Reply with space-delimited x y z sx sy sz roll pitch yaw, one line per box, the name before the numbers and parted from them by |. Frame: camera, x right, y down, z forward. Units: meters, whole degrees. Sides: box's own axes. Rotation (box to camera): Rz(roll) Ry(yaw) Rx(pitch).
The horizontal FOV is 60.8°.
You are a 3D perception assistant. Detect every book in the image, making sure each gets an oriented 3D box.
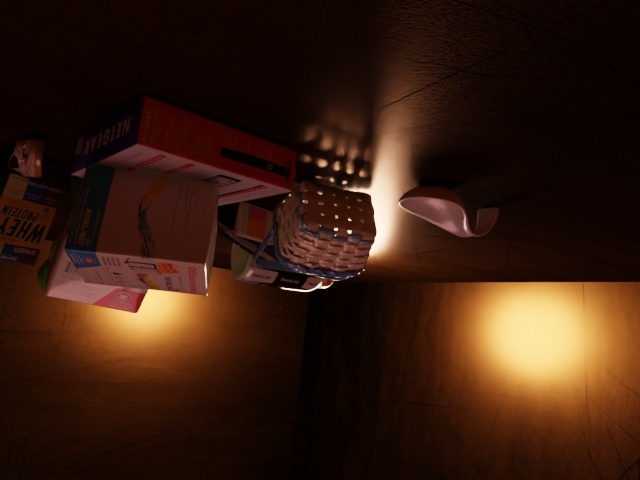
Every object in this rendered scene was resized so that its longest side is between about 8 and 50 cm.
book | -0.182 -0.048 1.570 0.035 0.096 0.144 -1 168 35

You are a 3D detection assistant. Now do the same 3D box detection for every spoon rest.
spoon rest | 0.290 -0.060 1.201 0.276 0.084 0.137 12 169 -36

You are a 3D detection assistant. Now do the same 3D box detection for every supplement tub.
supplement tub | -0.120 0.062 1.871 0.338 0.207 0.207 11 170 -28

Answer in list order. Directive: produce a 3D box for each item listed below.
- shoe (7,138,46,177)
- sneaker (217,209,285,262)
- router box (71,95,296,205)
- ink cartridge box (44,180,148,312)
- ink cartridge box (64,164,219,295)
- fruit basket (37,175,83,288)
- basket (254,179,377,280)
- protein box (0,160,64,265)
shoe | -0.624 -0.171 1.157 0.058 0.076 0.219 6 175 -33
sneaker | -0.224 -0.043 1.665 0.283 0.124 0.107 36 168 -17
router box | -0.265 -0.147 1.038 0.301 0.082 0.335 14 168 -40
ink cartridge box | -0.457 0.004 1.210 0.207 0.283 0.117 19 -157 -31
ink cartridge box | -0.313 -0.012 1.006 0.232 0.168 0.171 7 154 -8
fruit basket | -0.579 -0.011 1.460 0.392 0.283 0.392 -9 170 -2
basket | 0.000 0.000 1.304 0.254 0.201 0.289 10 139 -21
protein box | -0.757 -0.074 1.299 0.200 0.201 0.136 23 -179 32
